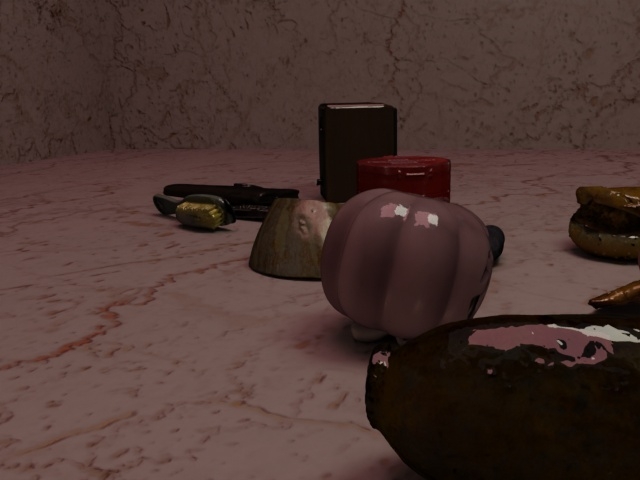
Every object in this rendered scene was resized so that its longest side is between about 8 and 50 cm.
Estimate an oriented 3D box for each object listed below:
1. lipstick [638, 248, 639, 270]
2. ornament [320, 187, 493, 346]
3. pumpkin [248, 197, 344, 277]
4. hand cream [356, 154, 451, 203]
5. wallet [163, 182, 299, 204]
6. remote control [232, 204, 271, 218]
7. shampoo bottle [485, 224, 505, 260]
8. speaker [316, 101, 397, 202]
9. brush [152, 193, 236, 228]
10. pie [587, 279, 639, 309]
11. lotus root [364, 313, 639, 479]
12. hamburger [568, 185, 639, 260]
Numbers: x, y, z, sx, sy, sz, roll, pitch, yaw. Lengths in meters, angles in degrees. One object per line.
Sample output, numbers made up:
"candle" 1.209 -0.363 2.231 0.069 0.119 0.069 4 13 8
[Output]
"lipstick" 0.557 0.003 0.851 0.326 0.087 0.087 -10 16 -34
"ornament" 0.087 0.032 0.654 0.177 0.178 0.177 -1 13 0
"pumpkin" -0.005 -0.015 0.966 0.217 0.110 0.217 -4 8 1
"hand cream" 0.164 -0.100 1.255 0.193 0.126 0.193 0 12 0
"wallet" -0.208 -0.112 1.483 0.309 0.042 0.165 6 10 35
"remote control" -0.101 -0.054 1.296 0.212 0.028 0.059 7 19 35
"shampoo bottle" 0.201 0.018 0.905 0.087 0.049 0.233 11 18 37
"speaker" 0.084 -0.221 1.547 0.192 0.231 0.153 -2 13 -6
"brush" -0.278 -0.056 1.278 0.060 0.068 0.296 -38 28 -32
"pie" 0.388 0.052 0.707 0.169 0.034 0.092 -18 -17 19
"lotus root" 0.149 0.104 0.382 0.240 0.123 0.124 -2 -14 9
"hamburger" 0.486 -0.030 0.982 0.177 0.114 0.185 1 4 37
